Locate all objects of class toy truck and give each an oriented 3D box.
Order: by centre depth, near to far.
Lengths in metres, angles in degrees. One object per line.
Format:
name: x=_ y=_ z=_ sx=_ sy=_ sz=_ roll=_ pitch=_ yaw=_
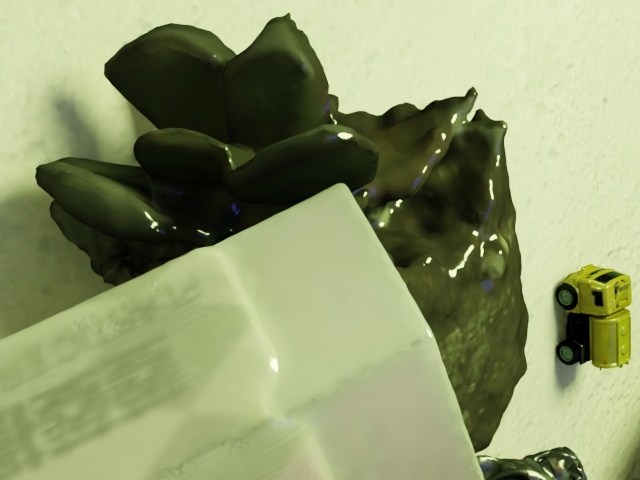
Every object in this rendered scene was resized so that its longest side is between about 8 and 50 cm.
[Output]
toy truck: x=0.233 y=0.063 z=0.936 sx=0.049 sy=0.054 sz=0.083 roll=-16 pitch=108 yaw=-41

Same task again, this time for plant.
plant: x=0.000 y=0.000 z=0.612 sx=0.188 sy=0.199 sz=0.276 roll=-60 pitch=136 yaw=-26

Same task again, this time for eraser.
eraser: x=-0.125 y=0.155 z=0.459 sx=0.396 sy=0.082 sz=0.213 roll=-26 pitch=121 yaw=-6

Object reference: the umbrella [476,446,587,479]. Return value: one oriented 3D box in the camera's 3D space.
umbrella: x=0.092 y=0.211 z=0.798 sx=0.272 sy=0.110 sz=0.122 roll=-4 pitch=100 yaw=-39
